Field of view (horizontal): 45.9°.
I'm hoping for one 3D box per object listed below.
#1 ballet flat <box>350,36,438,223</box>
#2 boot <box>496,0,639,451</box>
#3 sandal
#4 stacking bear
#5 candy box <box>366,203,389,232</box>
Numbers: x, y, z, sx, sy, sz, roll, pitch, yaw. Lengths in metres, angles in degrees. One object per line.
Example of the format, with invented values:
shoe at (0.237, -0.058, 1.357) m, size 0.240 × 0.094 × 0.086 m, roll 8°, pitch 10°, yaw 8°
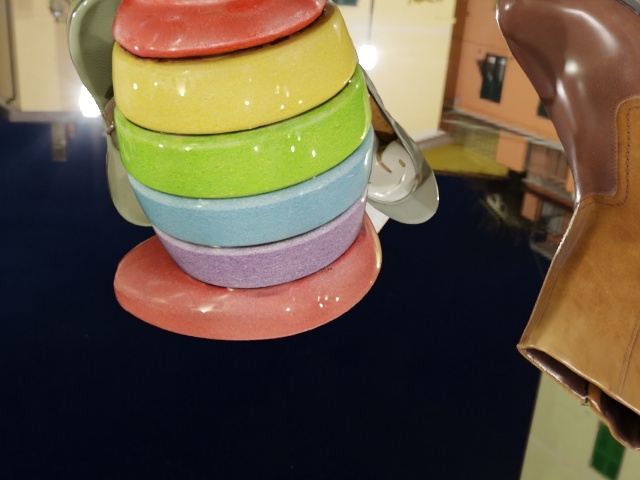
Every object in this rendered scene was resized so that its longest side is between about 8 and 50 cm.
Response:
ballet flat at (0.032, -0.089, 0.642) m, size 0.072 × 0.213 × 0.068 m, roll -26°, pitch -159°, yaw 22°
boot at (0.186, -0.031, 0.552) m, size 0.096 × 0.264 × 0.281 m, roll -12°, pitch -140°, yaw 50°
sandal at (-0.171, -0.125, 0.774) m, size 0.120 × 0.303 × 0.086 m, roll -20°, pitch -132°, yaw -19°
stacking bear at (-0.054, -0.099, 0.440) m, size 0.164 × 0.289 × 0.175 m, roll 21°, pitch -136°, yaw 36°
candy box at (0.000, 0.000, 0.818) m, size 0.187 × 0.053 × 0.109 m, roll -51°, pitch -157°, yaw -16°
